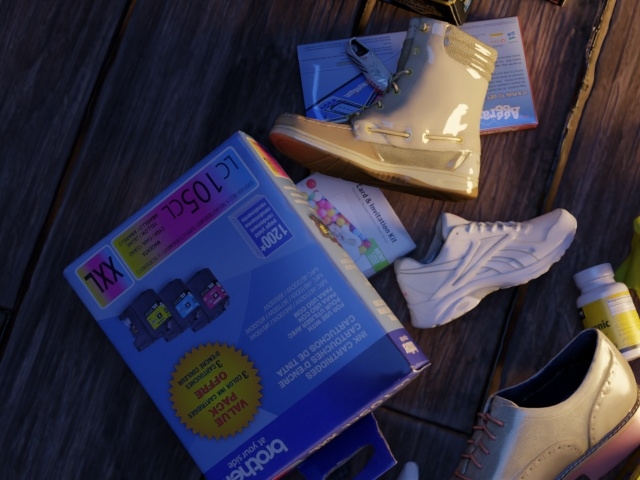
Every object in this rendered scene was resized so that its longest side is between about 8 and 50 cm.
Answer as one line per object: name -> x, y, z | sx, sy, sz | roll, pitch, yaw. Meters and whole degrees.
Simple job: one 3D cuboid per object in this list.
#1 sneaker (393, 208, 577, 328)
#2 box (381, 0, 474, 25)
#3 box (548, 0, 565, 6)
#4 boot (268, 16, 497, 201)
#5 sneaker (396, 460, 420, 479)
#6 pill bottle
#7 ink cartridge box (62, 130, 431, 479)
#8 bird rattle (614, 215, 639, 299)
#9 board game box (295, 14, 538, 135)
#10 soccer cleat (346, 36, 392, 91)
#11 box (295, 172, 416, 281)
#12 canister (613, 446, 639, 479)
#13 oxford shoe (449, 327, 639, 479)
sneaker -> 0.191, 0.008, 1.722 | 0.232, 0.090, 0.115 | -28, 98, -7
box -> 0.118, -0.449, 1.805 | 0.257, 0.079, 0.322 | 22, 79, 19
box -> 0.236, -0.389, 1.844 | 0.207, 0.036, 0.114 | 25, 79, 5
boot -> 0.078, -0.169, 1.723 | 0.261, 0.095, 0.204 | 13, 82, -13
sneaker -> 0.072, 0.323, 1.688 | 0.061, 0.054, 0.152 | 21, 80, 7
pill bottle -> 0.342, 0.089, 1.732 | 0.065, 0.065, 0.116 | -18, 78, -4
ink cartridge box -> -0.063, 0.114, 1.654 | 0.270, 0.151, 0.395 | -38, 83, 8
bird rattle -> 0.465, -0.026, 1.752 | 0.207, 0.143, 0.254 | 31, 67, -6
board game box -> 0.118, -0.190, 1.807 | 0.281, 0.027, 0.145 | -8, 77, -2
soccer cleat -> 0.061, -0.214, 1.779 | 0.029, 0.035, 0.083 | -39, 81, -8
box -> 0.000, 0.000, 1.762 | 0.186, 0.038, 0.145 | -31, 81, -7
canister -> 0.389, 0.265, 1.642 | 0.073, 0.170, 0.126 | 40, 81, 7
oxford shoe -> 0.193, 0.250, 1.635 | 0.397, 0.140, 0.147 | -39, 115, -18
